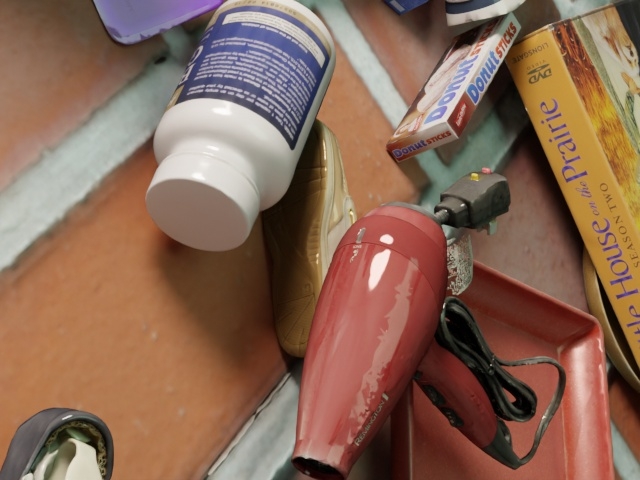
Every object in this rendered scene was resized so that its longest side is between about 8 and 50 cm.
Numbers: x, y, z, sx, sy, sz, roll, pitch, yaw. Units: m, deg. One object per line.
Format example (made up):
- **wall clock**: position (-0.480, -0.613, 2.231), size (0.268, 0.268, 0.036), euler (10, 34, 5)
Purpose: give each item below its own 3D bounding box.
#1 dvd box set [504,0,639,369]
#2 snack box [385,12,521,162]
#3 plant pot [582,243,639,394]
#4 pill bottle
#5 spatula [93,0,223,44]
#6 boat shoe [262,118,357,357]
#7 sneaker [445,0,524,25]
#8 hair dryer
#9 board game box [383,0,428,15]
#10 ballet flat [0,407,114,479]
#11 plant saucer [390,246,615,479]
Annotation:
- **dvd box set**: position (0.349, -0.031, 1.264), size (0.308, 0.062, 0.420), euler (-24, 91, -49)
- **snack box**: position (0.114, -0.131, 1.096), size (0.022, 0.064, 0.178), euler (53, 42, -20)
- **plant pot**: position (0.322, 0.058, 1.268), size (0.236, 0.032, 0.236), euler (22, 58, -40)
- **pill bottle**: position (-0.055, -0.077, 0.863), size (0.094, 0.094, 0.169), euler (43, 46, -27)
- **spatula**: position (-0.050, -0.218, 0.956), size (0.296, 0.030, 0.084), euler (-29, 95, -44)
- **boat shoe**: position (0.000, 0.000, 0.920), size (0.059, 0.063, 0.170), euler (13, 74, -48)
- **sneaker**: position (0.160, -0.277, 1.171), size (0.094, 0.090, 0.235), euler (65, 30, -21)
- **hair dryer**: position (0.082, 0.079, 0.883), size (0.294, 0.080, 0.223), euler (-22, 96, -45)
- **board game box**: position (0.051, -0.312, 1.129), size (0.136, 0.035, 0.201), euler (36, 50, -32)
- **ballet flat**: position (-0.148, 0.175, 0.667), size (0.074, 0.074, 0.203), euler (36, 50, -33)
- **plant saucer**: position (0.137, 0.153, 1.012), size (0.259, 0.048, 0.258), euler (23, 57, -39)
